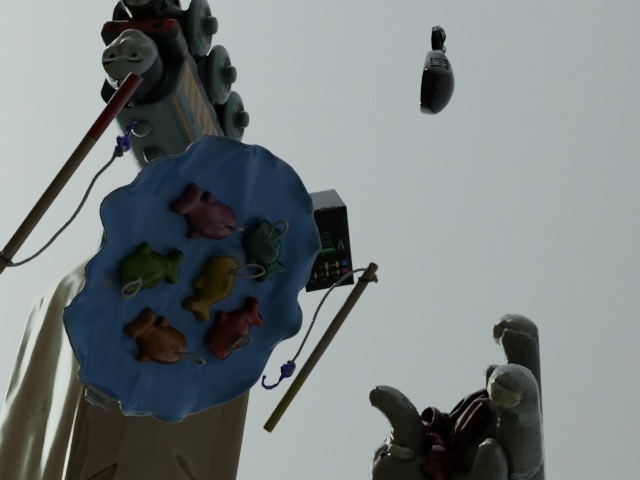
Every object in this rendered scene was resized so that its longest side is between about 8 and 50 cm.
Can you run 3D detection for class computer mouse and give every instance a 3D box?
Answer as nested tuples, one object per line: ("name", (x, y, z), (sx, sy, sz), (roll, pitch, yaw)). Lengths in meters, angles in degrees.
("computer mouse", (0.157, -0.224, 1.759), (0.242, 0.041, 0.071), (-74, 167, -61))

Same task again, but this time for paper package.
("paper package", (-0.214, 0.171, 1.416), (0.325, 0.168, 0.309), (-32, -135, 56))

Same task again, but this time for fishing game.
("fishing game", (-0.070, 0.029, 0.824), (0.041, 0.264, 0.189), (28, -101, 45))

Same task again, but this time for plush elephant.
("plush elephant", (0.170, 0.277, 1.817), (0.272, 0.255, 0.330), (-69, 154, -66))

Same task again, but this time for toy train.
("toy train", (-0.185, -0.165, 1.707), (0.142, 0.334, 0.190), (1, -126, 14))

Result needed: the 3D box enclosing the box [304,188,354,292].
("box", (0.000, 0.000, 1.339), (0.062, 0.052, 0.083), (-120, -159, -68))
